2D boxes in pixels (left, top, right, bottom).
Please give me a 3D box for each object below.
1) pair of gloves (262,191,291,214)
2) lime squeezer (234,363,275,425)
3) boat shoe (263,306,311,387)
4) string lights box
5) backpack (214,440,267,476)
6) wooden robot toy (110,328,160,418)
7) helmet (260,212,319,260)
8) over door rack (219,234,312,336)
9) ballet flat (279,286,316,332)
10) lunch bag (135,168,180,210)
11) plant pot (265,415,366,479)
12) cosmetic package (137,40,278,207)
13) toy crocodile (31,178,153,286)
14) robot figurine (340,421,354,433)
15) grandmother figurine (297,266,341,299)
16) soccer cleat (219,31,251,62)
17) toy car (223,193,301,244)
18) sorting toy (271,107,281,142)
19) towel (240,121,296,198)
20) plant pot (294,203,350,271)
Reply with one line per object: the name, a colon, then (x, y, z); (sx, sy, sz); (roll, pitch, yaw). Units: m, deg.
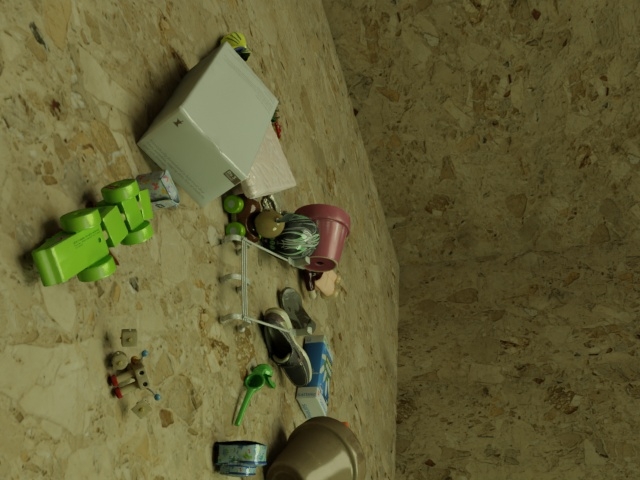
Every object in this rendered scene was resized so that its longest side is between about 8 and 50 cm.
pair of gloves: (-0.132, -0.086, 2.236); (0.204, 0.042, 0.240); (-70, 148, -59)
lime squeezer: (-0.180, 0.404, 1.840); (0.310, 0.058, 0.110); (-27, 139, -75)
boat shoe: (-0.109, 0.341, 2.017); (0.092, 0.102, 0.285); (-60, 137, -58)
string lights box: (-0.018, 0.474, 2.314); (0.260, 0.076, 0.133); (-82, 159, -45)
backpack: (-0.188, 0.527, 1.600); (0.105, 0.114, 0.084); (48, 37, -66)
wooden robot toy: (-0.359, 0.246, 1.255); (0.079, 0.076, 0.173); (-157, -127, -66)
helmet: (-0.088, -0.010, 2.087); (0.169, 0.161, 0.170); (8, 90, -69)
over door rack: (-0.160, 0.137, 1.849); (0.324, 0.108, 0.240); (21, 61, -49)
ballet flat: (-0.086, 0.238, 2.238); (0.084, 0.058, 0.250); (-51, 139, -18)
lunch bag: (-0.346, -0.101, 1.410); (0.053, 0.071, 0.083); (-80, 158, -51)
plant pot: (-0.031, 0.669, 1.913); (0.229, 0.263, 0.263); (-11, 93, -58)
cosmetic package: (-0.251, -0.284, 1.572); (0.217, 0.156, 0.385); (48, 32, -22)
toy crocodile: (-0.393, -0.019, 1.175); (0.340, 0.105, 0.115); (-59, 139, -59)
robot figurine: (0.057, 0.747, 2.360); (0.158, 0.128, 0.219); (-56, -172, 31)
grandmother figurine: (-0.021, 0.113, 2.450); (0.342, 0.104, 0.208); (53, 34, -56)
soccer cleat: (-0.243, -0.526, 1.893); (0.289, 0.121, 0.093); (-74, 152, -56)
toy car: (-0.154, -0.065, 1.863); (0.155, 0.188, 0.149); (9, 76, -74)
sorting toy: (-0.167, -0.401, 2.253); (0.274, 0.046, 0.132); (11, 72, -74)
towel: (-0.200, -0.289, 1.921); (0.332, 0.053, 0.317); (67, 20, 0)
plant pot: (0.000, 0.000, 2.238); (0.201, 0.201, 0.180); (57, 32, -58)
